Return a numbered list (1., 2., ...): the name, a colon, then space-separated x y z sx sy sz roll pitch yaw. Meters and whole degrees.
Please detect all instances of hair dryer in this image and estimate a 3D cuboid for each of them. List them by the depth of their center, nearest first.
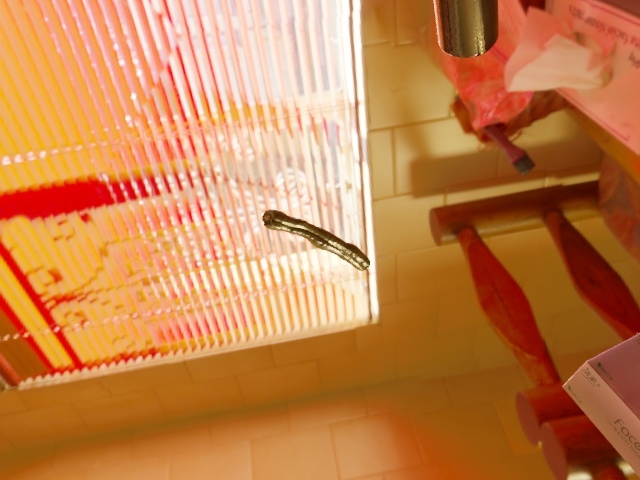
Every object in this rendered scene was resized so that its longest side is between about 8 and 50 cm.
1. hair dryer: 0.228 -0.376 0.667 0.078 0.248 0.195 37 167 31

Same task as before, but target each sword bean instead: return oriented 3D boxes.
1. sword bean: 0.000 0.000 0.987 0.269 0.043 0.038 25 -173 -43

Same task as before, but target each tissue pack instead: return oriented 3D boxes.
1. tissue pack: 0.539 0.289 0.882 0.246 0.149 0.092 55 150 32
